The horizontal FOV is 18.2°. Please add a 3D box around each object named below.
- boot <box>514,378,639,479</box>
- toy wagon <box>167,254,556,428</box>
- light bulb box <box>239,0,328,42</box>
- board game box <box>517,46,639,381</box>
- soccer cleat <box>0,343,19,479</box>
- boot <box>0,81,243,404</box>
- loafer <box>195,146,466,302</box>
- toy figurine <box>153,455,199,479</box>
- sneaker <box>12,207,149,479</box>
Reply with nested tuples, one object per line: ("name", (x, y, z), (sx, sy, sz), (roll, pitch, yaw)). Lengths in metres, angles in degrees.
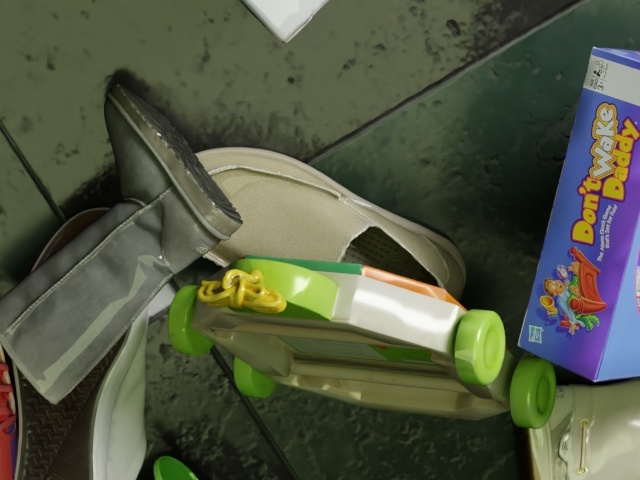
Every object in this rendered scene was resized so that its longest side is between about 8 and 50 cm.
("boot", (0.259, 0.217, 1.719), (0.165, 0.077, 0.213), (-10, 103, -5))
("toy wagon", (0.018, 0.071, 1.528), (0.267, 0.344, 0.068), (4, 71, 27))
("light bulb box", (-0.027, -0.399, 1.447), (0.358, 0.225, 0.361), (-43, 104, 6))
("board game box", (0.316, -0.021, 1.558), (0.347, 0.078, 0.233), (-1, 109, -46))
("soccer cleat", (-0.301, 0.089, 1.612), (0.116, 0.108, 0.318), (-29, 103, 1))
("boot", (-0.181, 0.000, 1.577), (0.208, 0.189, 0.076), (-43, 144, 12))
("loafer", (0.000, 0.000, 1.624), (0.269, 0.092, 0.102), (18, 102, -10))
("toy figurine", (-0.138, 0.293, 1.685), (0.159, 0.130, 0.173), (-38, 99, 15))
("sneaker", (-0.193, 0.120, 1.647), (0.106, 0.123, 0.290), (8, 84, 14))
